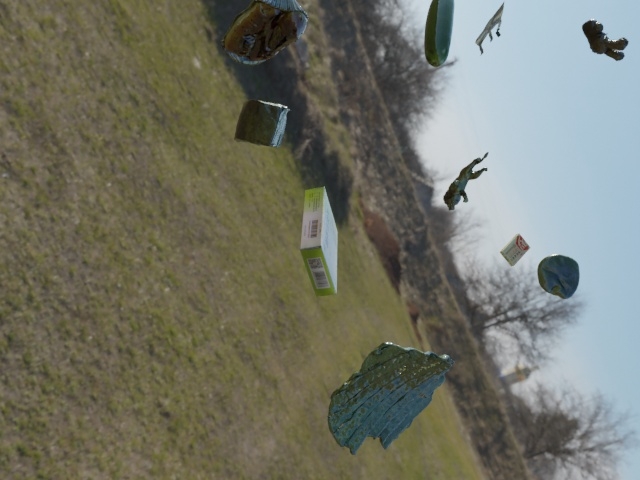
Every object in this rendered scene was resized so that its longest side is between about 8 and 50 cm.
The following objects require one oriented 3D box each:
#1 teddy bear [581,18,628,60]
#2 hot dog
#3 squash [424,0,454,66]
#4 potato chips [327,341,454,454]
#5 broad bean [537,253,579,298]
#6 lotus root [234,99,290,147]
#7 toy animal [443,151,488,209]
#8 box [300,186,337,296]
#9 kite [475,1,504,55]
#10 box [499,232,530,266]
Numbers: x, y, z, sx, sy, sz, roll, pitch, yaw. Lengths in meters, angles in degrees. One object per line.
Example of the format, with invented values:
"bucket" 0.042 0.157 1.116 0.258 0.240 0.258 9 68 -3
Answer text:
"teddy bear" 0.859 -0.610 2.134 0.160 0.078 0.119 54 -2 27
"hot dog" -0.146 -0.532 1.780 0.162 0.270 0.082 15 66 -31
"squash" 0.287 -0.524 1.675 0.066 0.066 0.252 57 38 -56
"potato chips" 0.216 0.448 2.000 0.373 0.389 0.097 17 25 -39
"broad bean" 0.834 0.125 2.426 0.207 0.153 0.072 46 -5 -41
"lotus root" -0.160 -0.319 1.915 0.235 0.138 0.119 -107 -153 -82
"toy animal" 0.410 -0.167 1.973 0.069 0.220 0.086 30 36 -9
"box" 0.000 0.001 1.899 0.260 0.062 0.175 -86 163 -49
"kite" 0.584 -0.715 2.418 0.015 0.169 0.310 32 39 -8
"box" 0.581 0.028 2.074 0.058 0.093 0.015 50 -25 -2
